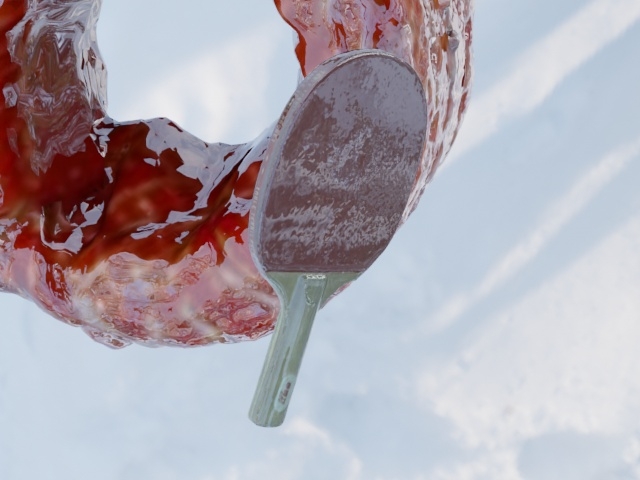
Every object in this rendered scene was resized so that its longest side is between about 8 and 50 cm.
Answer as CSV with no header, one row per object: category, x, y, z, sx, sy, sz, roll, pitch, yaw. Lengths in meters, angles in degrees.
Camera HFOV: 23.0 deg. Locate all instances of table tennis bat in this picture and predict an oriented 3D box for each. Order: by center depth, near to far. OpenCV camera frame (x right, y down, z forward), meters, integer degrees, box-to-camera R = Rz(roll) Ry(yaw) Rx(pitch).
table tennis bat,0.000,0.000,0.617,0.087,0.013,0.156,1,109,-50

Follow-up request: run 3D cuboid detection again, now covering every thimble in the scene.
thimble,-0.074,-0.113,0.960,0.230,0.350,0.350,-60,161,-64
